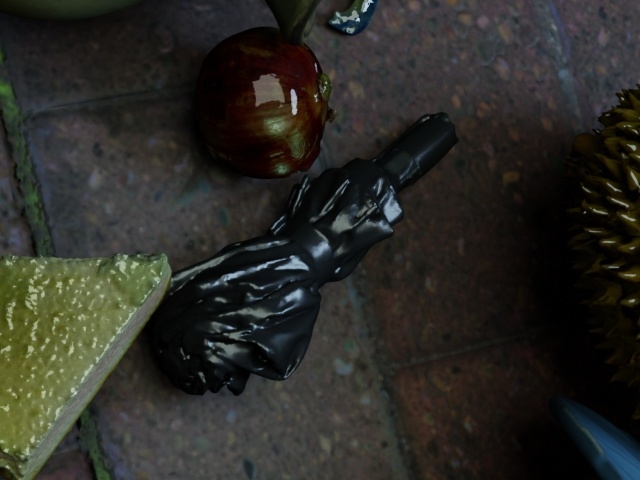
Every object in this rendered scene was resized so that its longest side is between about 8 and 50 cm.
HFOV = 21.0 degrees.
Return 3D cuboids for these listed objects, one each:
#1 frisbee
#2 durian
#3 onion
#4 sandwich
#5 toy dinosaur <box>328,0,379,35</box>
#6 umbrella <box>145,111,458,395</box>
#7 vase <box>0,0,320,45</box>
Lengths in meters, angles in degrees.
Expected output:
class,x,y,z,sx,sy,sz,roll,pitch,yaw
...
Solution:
class,x,y,z,sx,sy,sz,roll,pitch,yaw
frisbee,0.279,0.222,1.313,0.049,0.289,0.289,-39,96,3
durian,0.354,0.034,1.347,0.384,0.347,0.347,36,65,2
onion,-0.044,-0.109,1.330,0.118,0.118,0.117,4,61,-24
sandwich,-0.201,0.090,1.209,0.193,0.058,0.162,-2,78,0
toy dinosaur,0.113,-0.325,1.481,0.363,0.076,0.147,-39,115,-26
umbrella,0.000,0.000,1.343,0.118,0.118,0.340,52,54,-5
vase,-0.134,-0.315,1.261,0.302,0.241,0.329,4,68,-12
